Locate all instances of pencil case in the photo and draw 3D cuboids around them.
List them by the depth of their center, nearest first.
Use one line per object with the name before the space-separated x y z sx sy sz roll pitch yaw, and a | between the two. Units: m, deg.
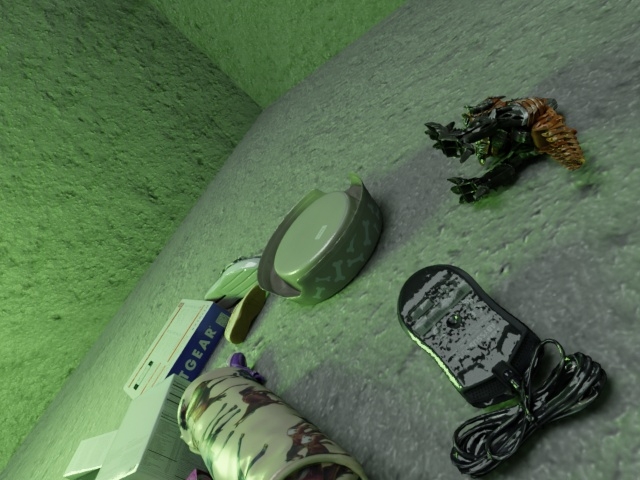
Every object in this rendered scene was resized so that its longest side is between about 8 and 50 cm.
pencil case | -0.106 0.331 0.667 0.183 0.159 0.410 -42 21 -22

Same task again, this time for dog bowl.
dog bowl | 0.000 0.000 1.028 0.349 0.102 0.348 -39 27 24

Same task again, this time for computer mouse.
computer mouse | 0.195 0.139 0.553 0.188 0.072 0.272 -43 37 10

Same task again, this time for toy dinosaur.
toy dinosaur | 0.310 -0.182 0.723 0.219 0.164 0.322 -30 5 5

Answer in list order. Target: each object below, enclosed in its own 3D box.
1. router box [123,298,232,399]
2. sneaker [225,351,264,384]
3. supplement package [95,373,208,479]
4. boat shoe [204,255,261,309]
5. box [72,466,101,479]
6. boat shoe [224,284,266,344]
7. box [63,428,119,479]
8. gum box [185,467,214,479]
router box | -0.435 0.342 1.301 0.301 0.082 0.335 -8 48 56
sneaker | -0.157 0.303 0.933 0.071 0.068 0.170 -34 34 -2
supplement package | -0.337 0.436 0.918 0.194 0.149 0.203 -35 28 30
boat shoe | -0.237 0.099 1.261 0.335 0.121 0.119 -28 36 43
box | -0.511 0.629 0.947 0.270 0.143 0.165 -34 29 30
boat shoe | -0.207 0.192 1.150 0.059 0.063 0.170 -3 52 51
box | -0.505 0.544 1.050 0.171 0.130 0.091 -25 33 26
gum box | -0.213 0.501 0.722 0.107 0.062 0.188 -51 25 0
